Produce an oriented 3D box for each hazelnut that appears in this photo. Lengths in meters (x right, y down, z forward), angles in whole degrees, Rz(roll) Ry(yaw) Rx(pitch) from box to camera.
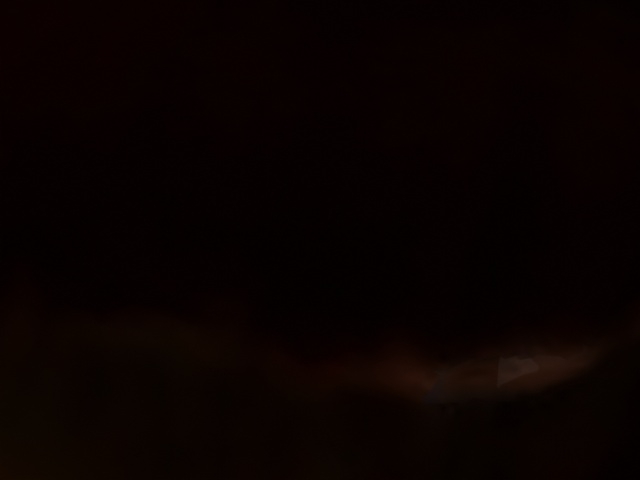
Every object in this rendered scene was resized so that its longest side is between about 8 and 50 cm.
[{"bbox_3d":[0.007,0.055,0.513,0.409,0.359,0.359,3,176,-4],"label":"hazelnut"}]
